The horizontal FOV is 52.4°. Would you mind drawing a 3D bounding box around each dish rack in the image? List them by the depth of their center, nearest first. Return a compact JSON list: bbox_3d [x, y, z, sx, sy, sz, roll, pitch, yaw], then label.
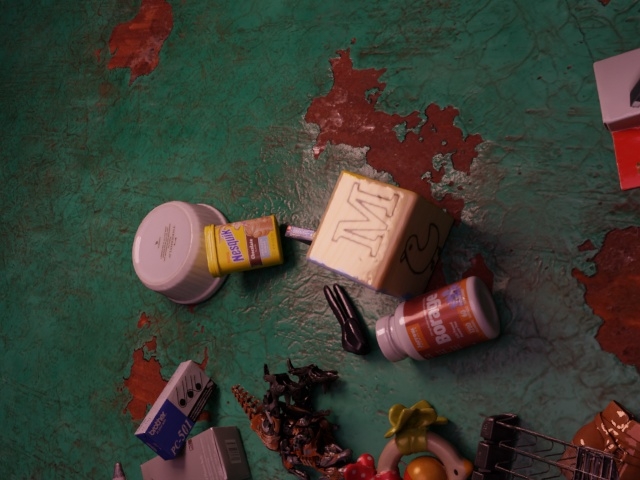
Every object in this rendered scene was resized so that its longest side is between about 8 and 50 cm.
[{"bbox_3d":[0.360,0.408,1.054,0.271,0.074,0.208,3,79,53],"label":"dish rack"}]

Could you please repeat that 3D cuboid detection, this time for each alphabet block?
[{"bbox_3d":[0.121,-0.005,1.312,0.193,0.192,0.197,23,91,34],"label":"alphabet block"}]

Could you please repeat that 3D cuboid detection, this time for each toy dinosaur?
[{"bbox_3d":[-0.070,0.377,1.364,0.321,0.164,0.219,14,101,15],"label":"toy dinosaur"}]

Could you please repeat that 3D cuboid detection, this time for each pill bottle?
[{"bbox_3d":[0.219,0.158,1.238,0.216,0.121,0.121,-25,64,26],"label":"pill bottle"}]

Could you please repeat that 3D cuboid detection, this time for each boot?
[{"bbox_3d":[0.488,0.365,1.024,0.197,0.073,0.152,44,105,37],"label":"boot"}]

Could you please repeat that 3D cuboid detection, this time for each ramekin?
[{"bbox_3d":[-0.363,0.023,1.667,0.272,0.127,0.273,-11,70,32],"label":"ramekin"}]

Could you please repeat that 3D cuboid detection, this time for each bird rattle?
[{"bbox_3d":[0.160,0.424,1.186,0.207,0.143,0.254,31,89,22],"label":"bird rattle"}]

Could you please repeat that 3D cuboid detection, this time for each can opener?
[{"bbox_3d":[0.059,0.165,1.390,0.073,0.059,0.186,-62,38,37],"label":"can opener"}]

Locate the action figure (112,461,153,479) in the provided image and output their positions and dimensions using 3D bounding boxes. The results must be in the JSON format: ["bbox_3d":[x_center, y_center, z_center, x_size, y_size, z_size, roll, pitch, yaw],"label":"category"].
[{"bbox_3d":[-0.364,0.656,1.422,0.341,0.330,0.178,-16,21,-10],"label":"action figure"}]

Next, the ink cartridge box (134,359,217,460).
[{"bbox_3d":[-0.326,0.385,1.490,0.046,0.097,0.207,-23,26,40],"label":"ink cartridge box"}]

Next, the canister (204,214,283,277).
[{"bbox_3d":[-0.180,0.012,1.542,0.169,0.073,0.126,-11,71,2],"label":"canister"}]

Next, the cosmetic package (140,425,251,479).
[{"bbox_3d":[-0.287,0.526,1.487,0.238,0.107,0.127,-33,64,19],"label":"cosmetic package"}]

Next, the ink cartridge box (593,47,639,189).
[{"bbox_3d":[0.632,-0.234,1.114,0.275,0.060,0.239,-13,68,31],"label":"ink cartridge box"}]

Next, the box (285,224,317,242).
[{"bbox_3d":[0.000,0.000,1.423,0.093,0.137,0.027,11,83,35],"label":"box"}]
